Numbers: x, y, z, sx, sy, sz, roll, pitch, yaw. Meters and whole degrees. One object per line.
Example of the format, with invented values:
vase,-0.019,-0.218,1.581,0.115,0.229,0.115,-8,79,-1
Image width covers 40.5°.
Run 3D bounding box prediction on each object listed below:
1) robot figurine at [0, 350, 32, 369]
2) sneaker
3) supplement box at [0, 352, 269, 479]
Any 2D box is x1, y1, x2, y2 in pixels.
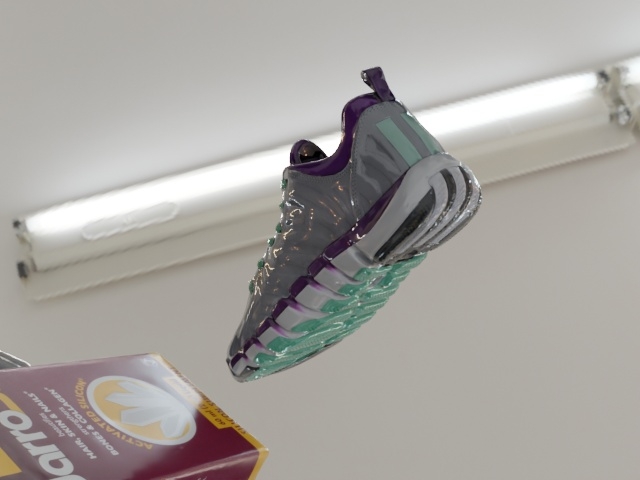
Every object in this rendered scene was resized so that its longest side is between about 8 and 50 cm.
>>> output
robot figurine,-0.391,0.166,0.850,0.278,0.173,0.209,24,-92,-4
sneaker,0.000,0.000,0.524,0.083,0.223,0.098,-10,-117,-46
supplement box,-0.130,0.123,0.446,0.104,0.188,0.080,34,-75,28
